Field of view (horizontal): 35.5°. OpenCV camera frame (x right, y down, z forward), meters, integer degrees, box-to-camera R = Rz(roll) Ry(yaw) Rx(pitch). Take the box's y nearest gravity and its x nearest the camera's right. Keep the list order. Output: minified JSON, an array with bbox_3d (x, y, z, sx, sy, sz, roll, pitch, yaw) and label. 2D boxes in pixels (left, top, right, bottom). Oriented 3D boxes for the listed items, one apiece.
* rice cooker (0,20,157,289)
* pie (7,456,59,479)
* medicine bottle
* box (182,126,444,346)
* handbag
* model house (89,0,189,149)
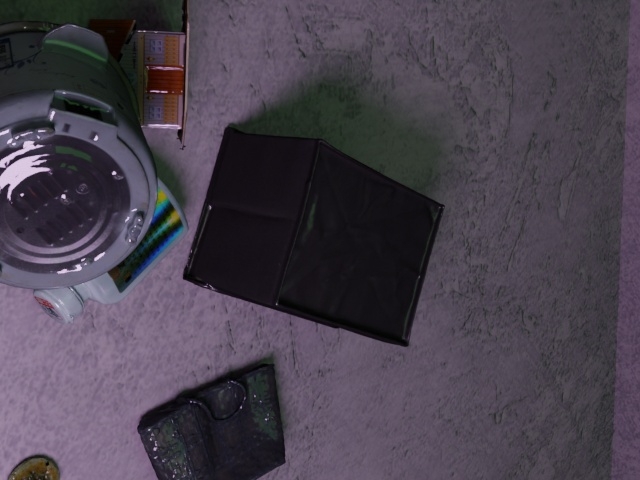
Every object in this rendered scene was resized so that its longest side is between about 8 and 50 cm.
[{"bbox_3d":[-0.327,-0.104,1.163,0.264,0.316,0.317,11,91,-27],"label":"rice cooker"},{"bbox_3d":[-0.395,0.336,1.374,0.084,0.021,0.084,-13,108,-45],"label":"pie"},{"bbox_3d":[-0.290,0.014,1.368,0.229,0.083,0.121,-50,129,-29],"label":"medicine bottle"},{"bbox_3d":[-0.001,0.000,1.579,0.345,0.204,0.251,21,83,-46],"label":"box"},{"bbox_3d":[-0.161,0.308,1.576,0.270,0.088,0.175,-22,107,-42],"label":"handbag"},{"bbox_3d":[-0.244,-0.237,1.332,0.135,0.207,0.219,0,101,-9],"label":"model house"}]
